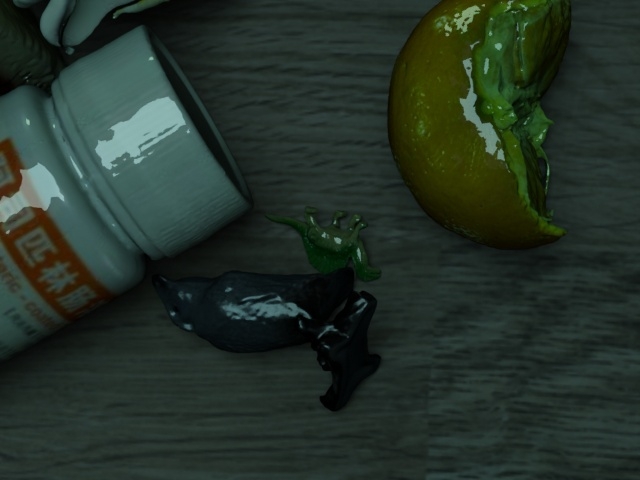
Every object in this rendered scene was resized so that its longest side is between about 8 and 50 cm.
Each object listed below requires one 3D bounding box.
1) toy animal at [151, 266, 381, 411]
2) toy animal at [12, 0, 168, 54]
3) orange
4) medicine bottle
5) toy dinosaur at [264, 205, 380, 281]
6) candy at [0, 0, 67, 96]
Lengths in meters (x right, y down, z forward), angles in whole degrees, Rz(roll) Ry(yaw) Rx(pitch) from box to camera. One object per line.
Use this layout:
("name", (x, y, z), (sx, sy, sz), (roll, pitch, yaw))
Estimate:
("toy animal", (-0.045, 0.051, 1.665), (0.210, 0.121, 0.117), (23, 67, 18))
("toy animal", (-0.226, -0.309, 1.664), (0.289, 0.249, 0.174), (20, 130, 24))
("orange", (0.137, -0.111, 1.608), (0.158, 0.179, 0.237), (1, 87, 10))
("medicine bottle", (-0.264, -0.018, 1.648), (0.371, 0.211, 0.211), (-30, 78, 5))
("toy dinosaur", (0.001, 0.000, 1.697), (0.120, 0.029, 0.060), (14, 101, 14))
("candy", (-0.352, -0.206, 1.637), (0.135, 0.320, 0.179), (-35, 74, 2))
